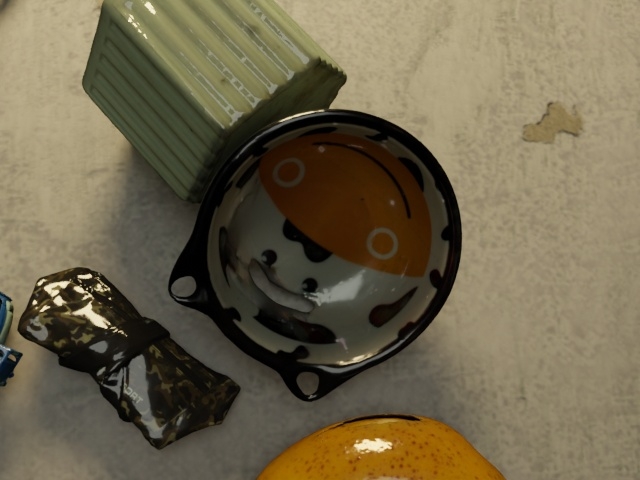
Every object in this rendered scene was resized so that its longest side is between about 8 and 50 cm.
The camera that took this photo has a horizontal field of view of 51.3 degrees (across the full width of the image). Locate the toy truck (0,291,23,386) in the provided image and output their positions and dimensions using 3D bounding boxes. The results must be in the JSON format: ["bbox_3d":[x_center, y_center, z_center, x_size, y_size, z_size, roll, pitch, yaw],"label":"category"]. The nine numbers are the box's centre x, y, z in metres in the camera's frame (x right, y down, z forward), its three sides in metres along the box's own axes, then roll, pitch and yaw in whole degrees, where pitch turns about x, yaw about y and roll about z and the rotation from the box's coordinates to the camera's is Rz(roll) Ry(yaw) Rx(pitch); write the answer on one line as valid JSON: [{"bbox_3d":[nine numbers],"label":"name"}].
[{"bbox_3d":[-0.382,0.138,0.660,0.126,0.113,0.208,24,73,0],"label":"toy truck"}]

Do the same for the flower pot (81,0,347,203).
[{"bbox_3d":[-0.113,-0.173,0.734,0.189,0.239,0.209,46,104,7],"label":"flower pot"}]

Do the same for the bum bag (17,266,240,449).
[{"bbox_3d":[-0.206,0.122,0.705,0.248,0.069,0.102,36,37,6],"label":"bum bag"}]

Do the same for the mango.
[{"bbox_3d":[0.048,0.270,0.652,0.290,0.160,0.191,-8,81,1],"label":"mango"}]

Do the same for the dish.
[{"bbox_3d":[0.000,0.000,0.714,0.303,0.120,0.303,-2,104,-9],"label":"dish"}]
